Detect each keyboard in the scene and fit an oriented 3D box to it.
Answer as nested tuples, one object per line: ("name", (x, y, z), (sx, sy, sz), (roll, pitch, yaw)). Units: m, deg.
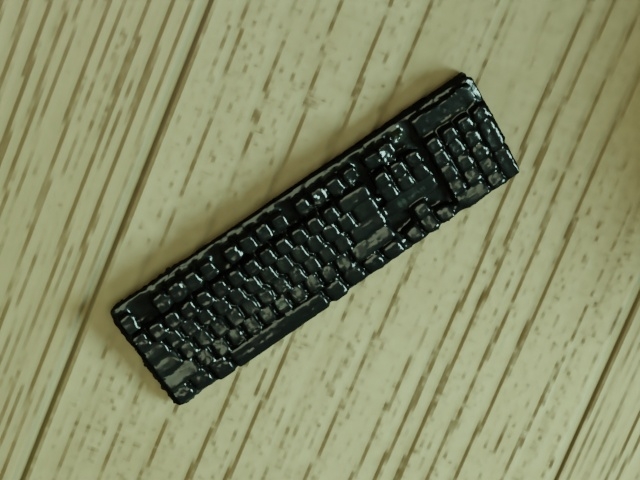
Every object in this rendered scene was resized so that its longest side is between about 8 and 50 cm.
("keyboard", (0.000, 0.000, 0.796), (0.195, 0.018, 0.060), (-35, 114, -2))
